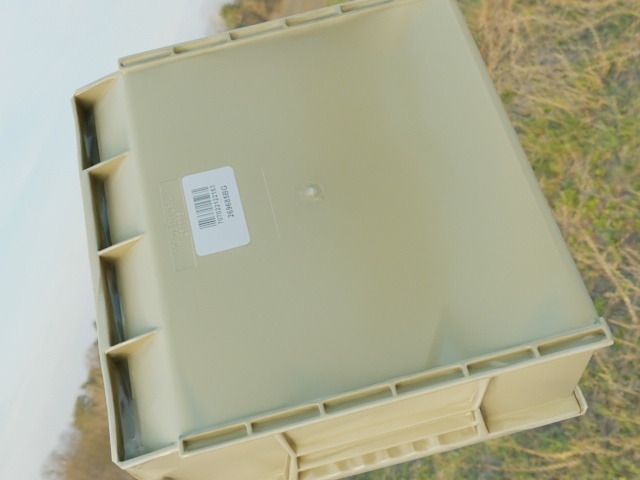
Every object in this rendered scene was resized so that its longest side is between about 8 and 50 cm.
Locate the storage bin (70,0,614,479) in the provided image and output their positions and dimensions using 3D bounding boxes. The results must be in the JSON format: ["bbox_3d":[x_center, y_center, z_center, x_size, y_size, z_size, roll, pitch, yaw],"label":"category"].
[{"bbox_3d":[0.000,0.000,0.497,0.123,0.260,0.262,79,176,-62],"label":"storage bin"}]
